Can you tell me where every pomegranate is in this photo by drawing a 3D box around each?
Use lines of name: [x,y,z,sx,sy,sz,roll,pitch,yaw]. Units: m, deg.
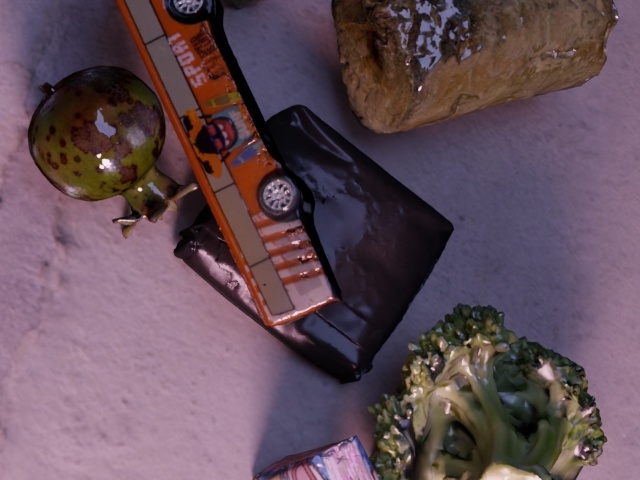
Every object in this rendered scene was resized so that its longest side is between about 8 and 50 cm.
pomegranate: [-0.210,-0.086,1.409,0.148,0.148,0.169,-28,92,-30]

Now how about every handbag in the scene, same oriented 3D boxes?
handbag: [0.000,0.000,1.511,0.247,0.080,0.223,38,62,-9]

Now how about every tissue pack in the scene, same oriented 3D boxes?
tissue pack: [0.004,0.258,1.383,0.065,0.155,0.115,-23,85,-29]

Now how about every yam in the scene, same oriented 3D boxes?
yam: [0.158,-0.232,1.598,0.300,0.195,0.195,-15,80,-30]

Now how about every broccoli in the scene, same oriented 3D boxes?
broccoli: [0.163,0.226,1.439,0.288,0.235,0.260,47,35,0]

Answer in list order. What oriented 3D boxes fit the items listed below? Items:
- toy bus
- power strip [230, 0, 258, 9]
toy bus: [-0.092,-0.113,1.411,0.092,0.093,0.408,-25,86,6]
power strip: [-0.088,-0.282,1.529,0.216,0.145,0.061,-16,82,8]
